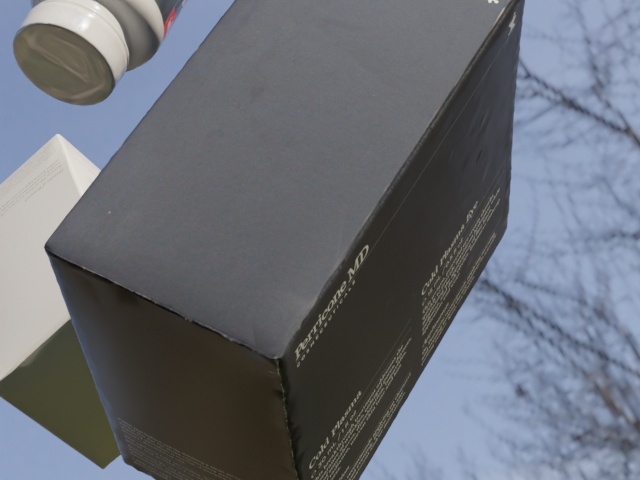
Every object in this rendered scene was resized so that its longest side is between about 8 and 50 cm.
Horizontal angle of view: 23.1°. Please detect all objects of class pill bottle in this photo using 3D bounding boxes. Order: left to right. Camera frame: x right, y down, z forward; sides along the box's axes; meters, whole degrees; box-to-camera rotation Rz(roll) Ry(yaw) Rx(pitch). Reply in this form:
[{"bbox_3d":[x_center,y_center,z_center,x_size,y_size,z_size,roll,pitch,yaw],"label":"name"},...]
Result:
[{"bbox_3d":[-0.157,-0.191,1.188,0.108,0.180,0.108,15,-38,12],"label":"pill bottle"}]

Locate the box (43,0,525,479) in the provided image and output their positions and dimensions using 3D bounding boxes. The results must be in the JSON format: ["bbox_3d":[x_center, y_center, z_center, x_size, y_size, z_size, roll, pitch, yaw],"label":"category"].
[{"bbox_3d":[-0.007,-0.004,1.142,0.343,0.179,0.312,-56,-20,-28],"label":"box"}]

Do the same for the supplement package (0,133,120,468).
[{"bbox_3d":[-0.256,0.060,1.660,0.175,0.293,0.177,-41,-53,7],"label":"supplement package"}]
